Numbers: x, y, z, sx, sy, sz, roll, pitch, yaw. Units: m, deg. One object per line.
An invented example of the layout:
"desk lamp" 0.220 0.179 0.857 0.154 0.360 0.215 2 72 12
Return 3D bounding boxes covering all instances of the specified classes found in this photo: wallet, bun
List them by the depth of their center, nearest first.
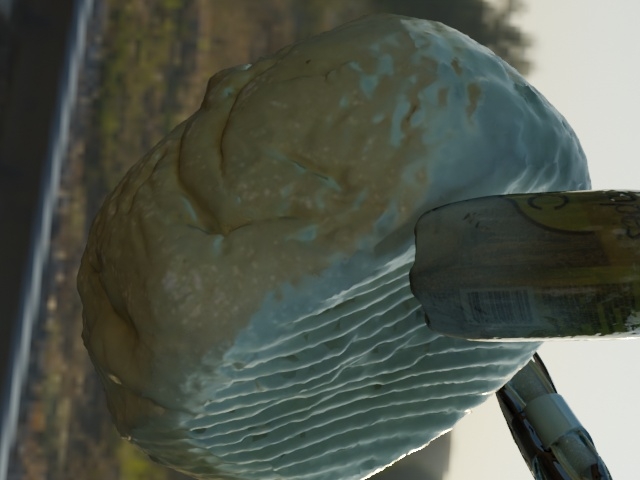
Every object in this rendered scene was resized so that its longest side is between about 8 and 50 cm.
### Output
"bun" 0.000 0.000 1.226 0.227 0.349 0.352 54 -42 31
"wallet" 0.267 0.252 2.010 0.250 0.075 0.176 -116 -177 -50

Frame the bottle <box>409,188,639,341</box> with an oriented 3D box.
"bottle" 0.183 0.011 0.975 0.083 0.269 0.083 -3 90 -68
